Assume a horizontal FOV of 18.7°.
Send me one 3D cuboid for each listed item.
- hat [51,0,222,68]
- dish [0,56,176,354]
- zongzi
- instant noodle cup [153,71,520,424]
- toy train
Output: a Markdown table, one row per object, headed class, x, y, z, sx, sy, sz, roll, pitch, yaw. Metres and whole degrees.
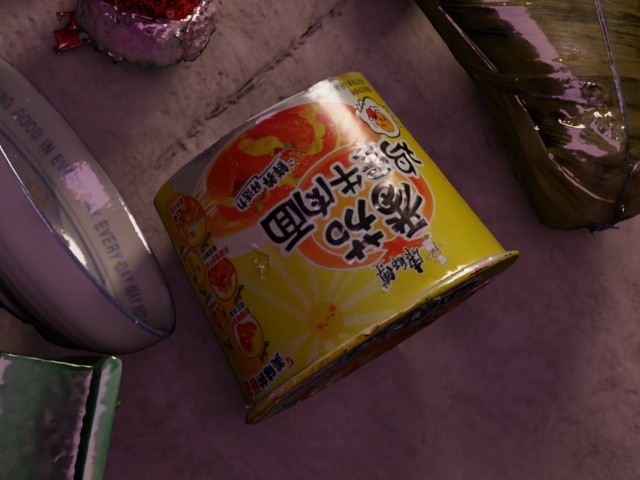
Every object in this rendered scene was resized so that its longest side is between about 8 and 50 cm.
| class | x | y | z | sx | sy | sz | roll | pitch | yaw |
| --- | --- | --- | --- | --- | --- | --- | --- | --- | --- |
| hat | -0.141 | -0.241 | 1.581 | 0.140 | 0.227 | 0.129 | 6 | 58 | -7 |
| dish | -0.243 | -0.005 | 1.526 | 0.134 | 0.273 | 0.273 | -34 | 92 | 9 |
| zongzi | 0.159 | -0.134 | 1.660 | 0.274 | 0.125 | 0.251 | 5 | 78 | -24 |
| instant noodle cup | 0.000 | 0.000 | 1.572 | 0.264 | 0.264 | 0.200 | -30 | 84 | -13 |
| toy train | -0.280 | 0.137 | 1.489 | 0.202 | 0.266 | 0.145 | 13 | 82 | -21 |
